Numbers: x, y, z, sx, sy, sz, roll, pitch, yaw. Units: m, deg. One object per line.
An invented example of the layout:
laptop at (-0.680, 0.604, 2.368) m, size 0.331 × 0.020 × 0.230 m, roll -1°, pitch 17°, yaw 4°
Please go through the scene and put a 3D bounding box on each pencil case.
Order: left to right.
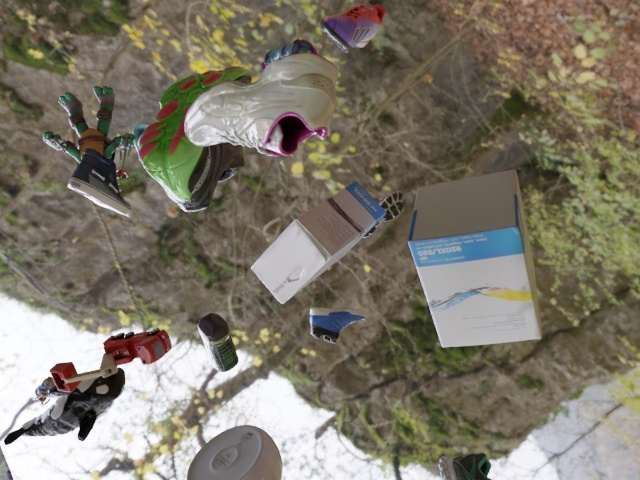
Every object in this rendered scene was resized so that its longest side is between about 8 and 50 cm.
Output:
pencil case at (-0.072, -0.412, 1.351) m, size 0.151 × 0.070 × 0.064 m, roll 13°, pitch 130°, yaw 60°

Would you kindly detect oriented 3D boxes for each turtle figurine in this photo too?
turtle figurine at (-0.474, -0.206, 1.232) m, size 0.118 × 0.175 × 0.234 m, roll 115°, pitch 145°, yaw -57°

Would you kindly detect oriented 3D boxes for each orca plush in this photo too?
orca plush at (-0.534, 0.380, 1.271) m, size 0.151 × 0.287 × 0.102 m, roll 73°, pitch 173°, yaw -55°

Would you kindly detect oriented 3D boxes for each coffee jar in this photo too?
coffee jar at (-0.310, 0.309, 1.813) m, size 0.096 × 0.079 × 0.184 m, roll 35°, pitch 146°, yaw 39°

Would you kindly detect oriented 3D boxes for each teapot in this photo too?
teapot at (-0.191, 0.588, 1.443) m, size 0.256 × 0.252 × 0.187 m, roll -91°, pitch -23°, yaw -65°

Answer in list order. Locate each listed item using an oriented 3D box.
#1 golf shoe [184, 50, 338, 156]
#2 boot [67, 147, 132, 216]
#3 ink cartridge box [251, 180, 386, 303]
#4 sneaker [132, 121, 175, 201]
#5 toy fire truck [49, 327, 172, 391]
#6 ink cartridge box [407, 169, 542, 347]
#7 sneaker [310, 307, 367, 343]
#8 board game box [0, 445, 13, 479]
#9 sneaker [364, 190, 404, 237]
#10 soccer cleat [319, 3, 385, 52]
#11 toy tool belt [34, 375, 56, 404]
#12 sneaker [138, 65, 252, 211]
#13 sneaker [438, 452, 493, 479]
golf shoe at (-0.108, -0.195, 0.975) m, size 0.115 × 0.306 × 0.140 m, roll 17°, pitch -117°, yaw -53°
boot at (-0.421, -0.111, 1.194) m, size 0.069 × 0.086 × 0.190 m, roll 19°, pitch 170°, yaw 14°
ink cartridge box at (0.000, 0.000, 1.009) m, size 0.086 × 0.148 × 0.203 m, roll 49°, pitch -142°, yaw 5°
sneaker at (-0.389, -0.198, 1.495) m, size 0.150 × 0.135 × 0.366 m, roll 36°, pitch 180°, yaw -42°
toy fire truck at (-0.391, 0.224, 1.122) m, size 0.135 × 0.192 × 0.047 m, roll -50°, pitch -53°, yaw -61°
ink cartridge box at (0.262, 0.035, 0.994) m, size 0.171 × 0.168 × 0.233 m, roll -69°, pitch -36°, yaw -52°
sneaker at (0.044, 0.208, 1.453) m, size 0.152 × 0.085 × 0.058 m, roll 5°, pitch 173°, yaw -28°
board game box at (-0.730, 0.370, 1.155) m, size 0.275 × 0.144 × 0.142 m, roll 34°, pitch 136°, yaw 37°
sneaker at (0.149, -0.081, 1.606) m, size 0.068 × 0.170 × 0.071 m, roll 60°, pitch 172°, yaw -35°
soccer cleat at (0.088, -0.560, 1.532) m, size 0.108 × 0.116 × 0.318 m, roll 47°, pitch -154°, yaw -2°
toy tool belt at (-0.741, 0.400, 1.595) m, size 0.052 × 0.083 × 0.051 m, roll 47°, pitch -169°, yaw 29°
sneaker at (-0.260, -0.240, 1.341) m, size 0.483 × 0.185 × 0.202 m, roll -74°, pitch -27°, yaw -48°
sneaker at (0.209, 0.345, 0.782) m, size 0.166 × 0.076 × 0.065 m, roll -97°, pitch -18°, yaw -56°
